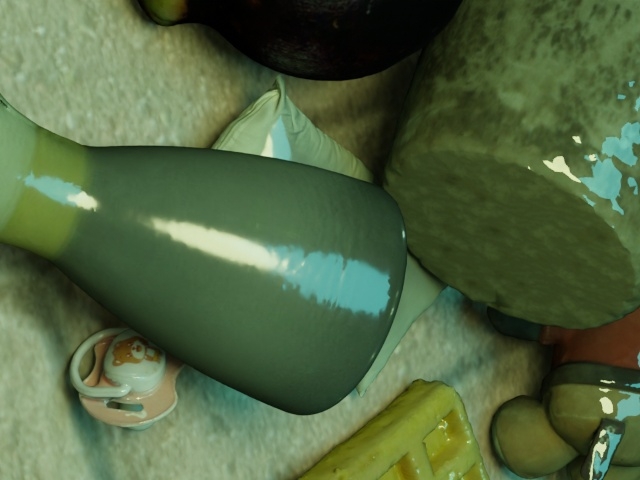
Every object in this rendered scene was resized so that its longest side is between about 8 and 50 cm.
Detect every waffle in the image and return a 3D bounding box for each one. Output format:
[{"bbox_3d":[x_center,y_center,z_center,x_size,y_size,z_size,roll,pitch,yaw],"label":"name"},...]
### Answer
[{"bbox_3d":[0.069,0.268,1.456,0.221,0.055,0.248,-36,112,-41],"label":"waffle"}]

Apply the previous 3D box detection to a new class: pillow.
[{"bbox_3d":[0.000,0.001,1.404,0.254,0.078,0.144,43,71,-32],"label":"pillow"}]

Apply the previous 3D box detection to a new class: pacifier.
[{"bbox_3d":[-0.136,0.104,1.284,0.099,0.081,0.078,-75,168,-45],"label":"pacifier"}]

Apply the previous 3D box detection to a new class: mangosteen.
[{"bbox_3d":[-0.026,-0.256,1.308,0.302,0.275,0.275,6,81,-9],"label":"mangosteen"}]

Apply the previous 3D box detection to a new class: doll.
[{"bbox_3d":[0.259,0.059,1.575,0.235,0.174,0.330,17,74,-28],"label":"doll"}]

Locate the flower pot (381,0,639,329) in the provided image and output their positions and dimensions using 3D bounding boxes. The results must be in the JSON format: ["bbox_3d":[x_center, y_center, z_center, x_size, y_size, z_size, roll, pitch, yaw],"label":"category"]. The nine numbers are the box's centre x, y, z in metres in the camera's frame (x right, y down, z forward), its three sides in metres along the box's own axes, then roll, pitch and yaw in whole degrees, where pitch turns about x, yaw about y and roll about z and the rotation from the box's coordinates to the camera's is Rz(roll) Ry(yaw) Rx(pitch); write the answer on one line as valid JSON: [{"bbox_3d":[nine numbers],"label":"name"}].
[{"bbox_3d":[0.215,-0.119,1.401,0.293,0.294,0.330,48,55,-29],"label":"flower pot"}]

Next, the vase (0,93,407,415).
[{"bbox_3d":[-0.117,-0.004,1.214,0.321,0.173,0.173,20,73,-25],"label":"vase"}]
